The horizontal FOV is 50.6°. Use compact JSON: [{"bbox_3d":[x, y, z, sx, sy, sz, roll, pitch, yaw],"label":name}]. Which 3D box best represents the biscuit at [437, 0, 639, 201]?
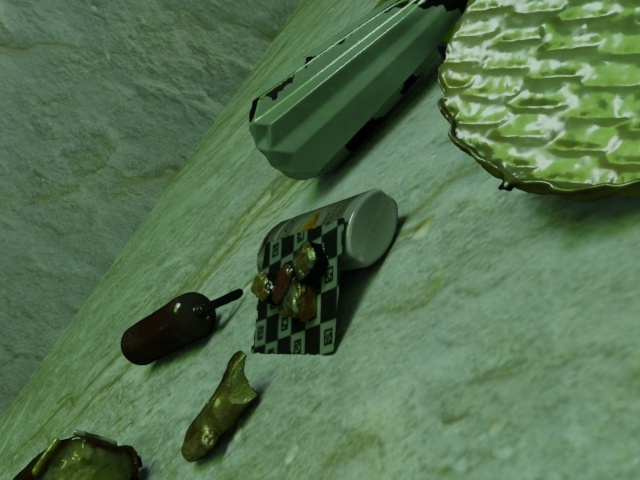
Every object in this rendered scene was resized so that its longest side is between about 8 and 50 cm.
[{"bbox_3d":[0.174,-0.141,0.505,0.187,0.036,0.273,-11,60,34],"label":"biscuit"}]

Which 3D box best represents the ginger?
[{"bbox_3d":[-0.105,0.182,0.720,0.057,0.044,0.137,35,93,42],"label":"ginger"}]

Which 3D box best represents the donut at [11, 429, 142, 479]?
[{"bbox_3d":[-0.347,0.389,0.762,0.259,0.136,0.345,-35,23,32],"label":"donut"}]

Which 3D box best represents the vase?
[{"bbox_3d":[0.062,-0.237,0.935,0.360,0.165,0.165,-38,23,26],"label":"vase"}]

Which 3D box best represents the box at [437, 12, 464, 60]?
[{"bbox_3d":[0.265,-0.274,0.606,0.345,0.097,0.134,-51,35,4],"label":"box"}]

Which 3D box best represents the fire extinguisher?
[{"bbox_3d":[-0.216,0.127,1.036,0.089,0.072,0.268,-20,-7,-42],"label":"fire extinguisher"}]

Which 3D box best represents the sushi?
[{"bbox_3d":[-0.043,0.054,0.735,0.201,0.031,0.139,-17,65,59],"label":"sushi"}]

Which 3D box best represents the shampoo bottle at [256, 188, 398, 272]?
[{"bbox_3d":[0.000,0.000,0.780,0.227,0.056,0.086,-14,45,61],"label":"shampoo bottle"}]

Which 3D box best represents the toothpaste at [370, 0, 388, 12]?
[{"bbox_3d":[0.032,-0.250,1.112,0.313,0.089,0.071,-48,25,11],"label":"toothpaste"}]
